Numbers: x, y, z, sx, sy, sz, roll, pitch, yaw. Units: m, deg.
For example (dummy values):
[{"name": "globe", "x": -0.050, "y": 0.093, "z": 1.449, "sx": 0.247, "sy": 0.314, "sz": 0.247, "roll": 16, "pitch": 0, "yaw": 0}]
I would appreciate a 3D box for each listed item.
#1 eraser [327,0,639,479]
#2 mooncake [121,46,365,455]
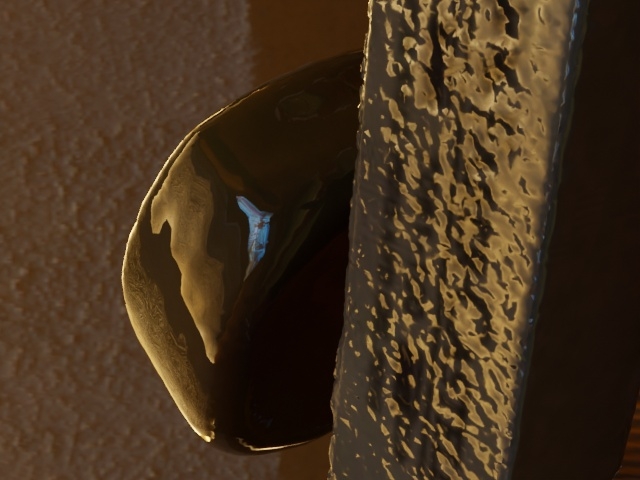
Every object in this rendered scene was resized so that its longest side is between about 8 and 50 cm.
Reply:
[{"name": "eraser", "x": 0.073, "y": -0.033, "z": 0.493, "sx": 0.077, "sy": 0.111, "sz": 0.353, "roll": -11, "pitch": -62, "yaw": -33}, {"name": "mooncake", "x": 0.000, "y": 0.000, "z": 0.670, "sx": 0.234, "sy": 0.117, "sz": 0.235, "roll": -26, "pitch": -32, "yaw": -18}]
